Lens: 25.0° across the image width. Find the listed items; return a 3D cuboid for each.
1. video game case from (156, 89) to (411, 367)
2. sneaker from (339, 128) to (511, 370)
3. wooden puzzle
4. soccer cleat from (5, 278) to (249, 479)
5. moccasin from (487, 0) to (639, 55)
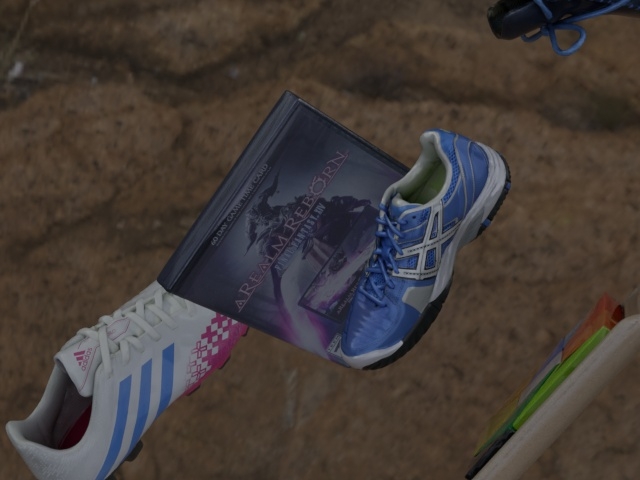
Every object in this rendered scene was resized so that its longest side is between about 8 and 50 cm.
[{"bbox_3d":[0.000,0.000,1.297,0.026,0.274,0.196,40,97,39],"label":"video game case"},{"bbox_3d":[0.067,0.004,1.162,0.081,0.080,0.211,32,84,-40],"label":"sneaker"},{"bbox_3d":[0.183,0.120,1.137,0.044,0.239,0.221,42,103,9],"label":"wooden puzzle"},{"bbox_3d":[-0.189,0.115,1.497,0.116,0.143,0.331,29,77,40],"label":"soccer cleat"},{"bbox_3d":[0.181,-0.243,1.360,0.342,0.138,0.116,13,95,-3],"label":"moccasin"}]
